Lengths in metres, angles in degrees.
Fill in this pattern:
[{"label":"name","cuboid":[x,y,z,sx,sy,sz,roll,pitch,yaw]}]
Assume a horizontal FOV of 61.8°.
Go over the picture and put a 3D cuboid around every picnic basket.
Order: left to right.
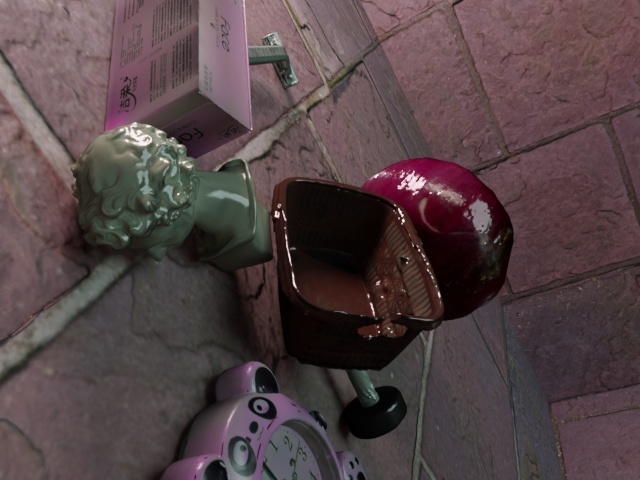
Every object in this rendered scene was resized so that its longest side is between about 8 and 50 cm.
[{"label":"picnic basket","cuboid":[0.031,0.046,0.740,0.222,0.129,0.297,9,36,-15]}]

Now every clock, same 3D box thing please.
[{"label":"clock","cuboid":[-0.049,0.272,0.565,0.248,0.090,0.228,58,26,-18]}]

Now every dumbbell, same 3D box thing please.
[{"label":"dumbbell","cuboid":[0.054,0.198,0.824,0.191,0.100,0.100,66,24,-7]}]

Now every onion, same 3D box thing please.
[{"label":"onion","cuboid":[0.172,0.038,1.018,0.385,0.347,0.348,-47,118,-26]}]

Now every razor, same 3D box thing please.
[{"label":"razor","cuboid":[-0.111,-0.335,0.974,0.111,0.056,0.278,66,24,-9]}]

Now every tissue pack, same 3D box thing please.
[{"label":"tissue pack","cuboid":[-0.172,-0.220,0.646,0.092,0.148,0.247,34,43,-53]}]

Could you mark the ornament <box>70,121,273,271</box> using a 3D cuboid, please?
[{"label":"ornament","cuboid":[-0.140,-0.042,0.595,0.285,0.120,0.130,13,57,-63]}]
